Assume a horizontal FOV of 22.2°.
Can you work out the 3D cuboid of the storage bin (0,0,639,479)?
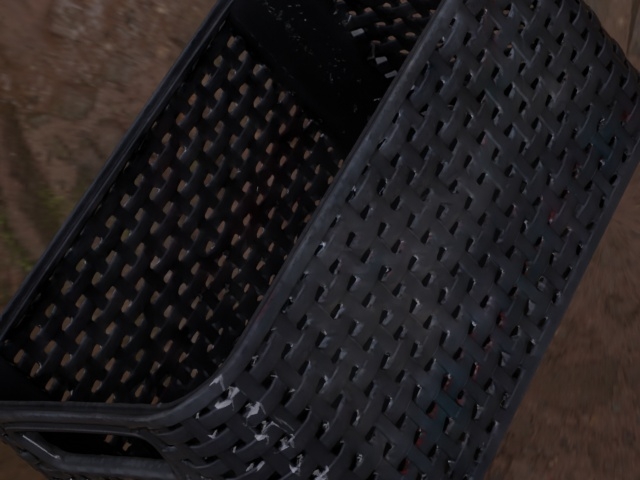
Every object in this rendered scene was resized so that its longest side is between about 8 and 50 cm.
[{"bbox_3d":[0.000,0.000,0.454,0.084,0.122,0.180,46,59,-29],"label":"storage bin"}]
